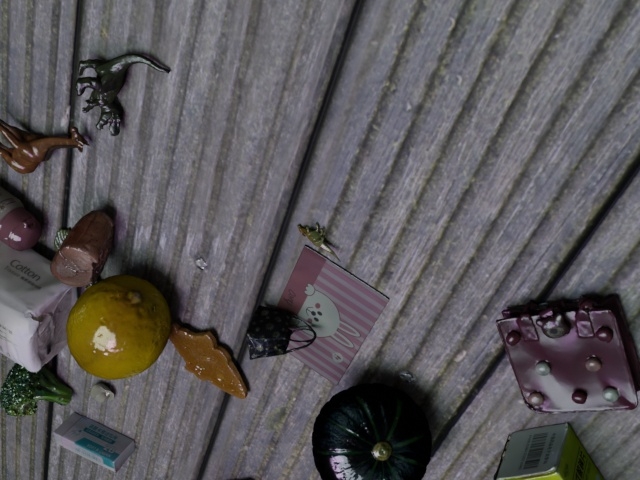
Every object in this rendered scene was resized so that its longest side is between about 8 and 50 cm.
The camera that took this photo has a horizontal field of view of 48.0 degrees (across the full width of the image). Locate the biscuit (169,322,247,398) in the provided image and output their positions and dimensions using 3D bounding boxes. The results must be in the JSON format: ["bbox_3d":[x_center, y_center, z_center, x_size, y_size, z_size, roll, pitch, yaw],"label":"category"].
[{"bbox_3d":[-0.266,0.286,1.713,0.250,0.035,0.162,45,136,-2],"label":"biscuit"}]

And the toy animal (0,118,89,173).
[{"bbox_3d":[-0.624,-0.214,1.575,0.230,0.066,0.224,33,135,-1],"label":"toy animal"}]

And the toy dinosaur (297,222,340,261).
[{"bbox_3d":[0.000,-0.003,1.377,0.113,0.026,0.041,34,138,18],"label":"toy dinosaur"}]

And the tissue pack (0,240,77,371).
[{"bbox_3d":[-0.795,0.132,1.809,0.356,0.194,0.266,31,136,11],"label":"tissue pack"}]

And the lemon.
[{"bbox_3d":[-0.460,0.200,1.644,0.236,0.236,0.263,42,158,0],"label":"lemon"}]

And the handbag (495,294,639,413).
[{"bbox_3d":[0.427,0.198,1.231,0.203,0.074,0.216,-11,113,34],"label":"handbag"}]

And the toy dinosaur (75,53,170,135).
[{"bbox_3d":[-0.385,-0.299,1.417,0.179,0.087,0.187,-2,144,-11],"label":"toy dinosaur"}]

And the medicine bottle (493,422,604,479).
[{"bbox_3d":[0.456,0.488,1.358,0.141,0.137,0.250,-24,105,39],"label":"medicine bottle"}]

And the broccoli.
[{"bbox_3d":[-0.807,0.426,2.051,0.194,0.194,0.219,37,107,4],"label":"broccoli"}]

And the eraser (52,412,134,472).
[{"bbox_3d":[-0.659,0.587,2.093,0.225,0.095,0.052,17,126,20],"label":"eraser"}]

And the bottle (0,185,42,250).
[{"bbox_3d":[-0.788,-0.070,1.730,0.253,0.120,0.120,36,131,6],"label":"bottle"}]

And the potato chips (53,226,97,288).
[{"bbox_3d":[-0.593,0.064,1.765,0.092,0.028,0.207,-11,111,36],"label":"potato chips"}]

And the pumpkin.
[{"bbox_3d":[0.097,0.415,1.484,0.248,0.248,0.248,15,126,22],"label":"pumpkin"}]

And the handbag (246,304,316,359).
[{"bbox_3d":[-0.077,0.199,1.501,0.139,0.115,0.072,5,118,9],"label":"handbag"}]

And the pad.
[{"bbox_3d":[0.002,0.164,1.498,0.202,0.005,0.299,33,130,8],"label":"pad"}]

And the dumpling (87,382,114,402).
[{"bbox_3d":[-0.607,0.423,2.000,0.076,0.057,0.052,-40,57,16],"label":"dumpling"}]

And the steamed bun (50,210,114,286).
[{"bbox_3d":[-0.525,0.019,1.620,0.106,0.144,0.175,32,140,-11],"label":"steamed bun"}]
